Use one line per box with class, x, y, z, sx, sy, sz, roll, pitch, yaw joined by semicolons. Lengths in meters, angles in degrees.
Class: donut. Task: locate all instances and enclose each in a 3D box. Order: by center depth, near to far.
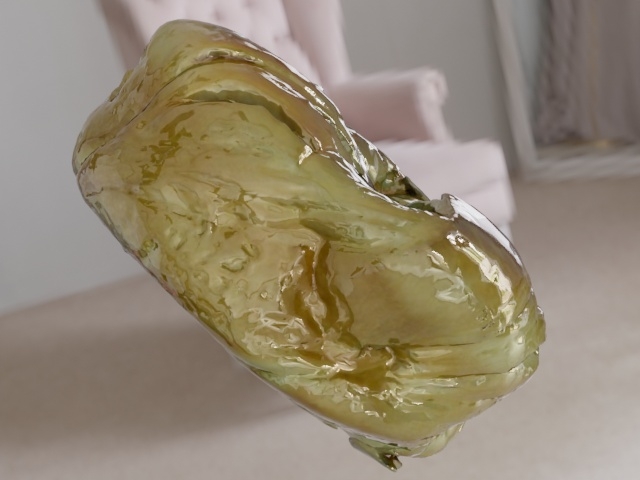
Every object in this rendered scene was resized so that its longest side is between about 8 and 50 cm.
donut;0.000;0.000;1.205;0.170;0.360;0.360;-49;14;5
